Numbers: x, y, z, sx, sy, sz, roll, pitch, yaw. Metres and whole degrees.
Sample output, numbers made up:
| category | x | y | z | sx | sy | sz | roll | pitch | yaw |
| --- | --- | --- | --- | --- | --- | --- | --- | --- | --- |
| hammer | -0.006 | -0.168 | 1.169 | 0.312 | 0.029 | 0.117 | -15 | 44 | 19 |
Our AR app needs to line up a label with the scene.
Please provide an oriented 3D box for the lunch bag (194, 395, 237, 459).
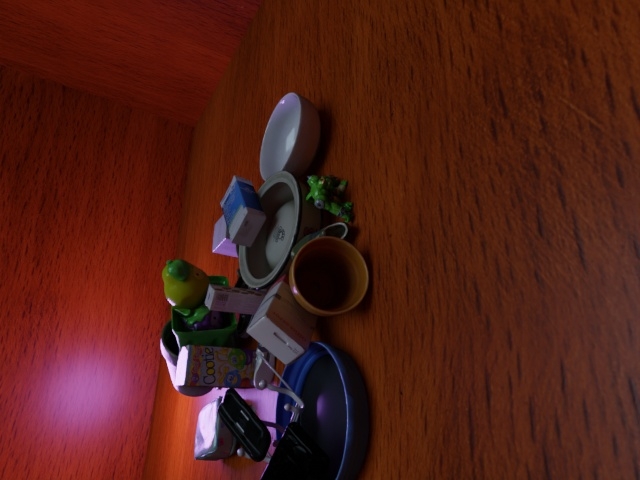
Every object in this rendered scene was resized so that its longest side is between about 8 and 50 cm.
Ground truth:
| category | x | y | z | sx | sy | sz | roll | pitch | yaw |
| --- | --- | --- | --- | --- | --- | --- | --- | --- | --- |
| lunch bag | -0.420 | 0.763 | 1.739 | 0.279 | 0.108 | 0.223 | -44 | 38 | 44 |

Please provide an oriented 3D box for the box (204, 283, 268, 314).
| category | x | y | z | sx | sy | sz | roll | pitch | yaw |
| --- | --- | --- | --- | --- | --- | --- | --- | --- | --- |
| box | -0.193 | 0.194 | 1.334 | 0.063 | 0.324 | 0.067 | 28 | 104 | 58 |

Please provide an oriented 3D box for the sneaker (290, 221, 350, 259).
| category | x | y | z | sx | sy | sz | roll | pitch | yaw |
| --- | --- | --- | --- | --- | --- | --- | --- | --- | --- |
| sneaker | 0.000 | 0.000 | 1.216 | 0.064 | 0.192 | 0.086 | 61 | 175 | 0 |

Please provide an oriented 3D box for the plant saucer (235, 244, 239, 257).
| category | x | y | z | sx | sy | sz | roll | pitch | yaw |
| --- | --- | --- | --- | --- | --- | --- | --- | --- | --- |
| plant saucer | -0.243 | -0.027 | 1.744 | 0.278 | 0.041 | 0.277 | -17 | 62 | 36 |

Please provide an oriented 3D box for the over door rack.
| category | x | y | z | sx | sy | sz | roll | pitch | yaw |
| --- | --- | --- | --- | --- | --- | --- | --- | --- | --- |
| over door rack | -0.171 | 0.489 | 1.241 | 0.324 | 0.108 | 0.239 | 34 | 108 | 60 |

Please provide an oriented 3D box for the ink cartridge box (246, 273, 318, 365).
| category | x | y | z | sx | sy | sz | roll | pitch | yaw |
| --- | --- | --- | --- | --- | --- | --- | --- | --- | --- |
| ink cartridge box | -0.097 | 0.222 | 1.224 | 0.092 | 0.159 | 0.217 | -43 | 11 | 25 |

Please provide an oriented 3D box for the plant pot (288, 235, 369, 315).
| category | x | y | z | sx | sy | sz | roll | pitch | yaw |
| --- | --- | --- | --- | --- | --- | --- | --- | --- | --- |
| plant pot | 0.004 | 0.114 | 1.169 | 0.188 | 0.205 | 0.204 | 130 | 144 | -66 |

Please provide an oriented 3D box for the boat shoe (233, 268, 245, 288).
| category | x | y | z | sx | sy | sz | roll | pitch | yaw |
| --- | --- | --- | --- | --- | --- | --- | --- | --- | --- |
| boat shoe | -0.307 | 0.142 | 1.807 | 0.257 | 0.095 | 0.095 | -66 | 30 | 19 |

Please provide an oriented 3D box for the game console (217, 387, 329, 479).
| category | x | y | z | sx | sy | sz | roll | pitch | yaw |
| --- | --- | --- | --- | --- | --- | --- | --- | --- | --- |
| game console | -0.144 | 0.515 | 1.095 | 0.361 | 0.044 | 0.213 | 35 | 105 | 34 |

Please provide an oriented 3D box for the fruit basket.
| category | x | y | z | sx | sy | sz | roll | pitch | yaw |
| --- | --- | --- | --- | --- | --- | --- | --- | --- | --- |
| fruit basket | -0.495 | 0.229 | 1.732 | 0.392 | 0.283 | 0.391 | -178 | 90 | -69 |

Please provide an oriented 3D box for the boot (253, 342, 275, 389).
| category | x | y | z | sx | sy | sz | roll | pitch | yaw |
| --- | --- | --- | --- | --- | --- | --- | --- | --- | --- |
| boot | -0.202 | 0.436 | 1.537 | 0.086 | 0.069 | 0.189 | -22 | 51 | 65 |

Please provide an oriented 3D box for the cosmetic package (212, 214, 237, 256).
| category | x | y | z | sx | sy | sz | roll | pitch | yaw |
| --- | --- | --- | --- | --- | --- | --- | --- | --- | --- |
| cosmetic package | -0.396 | -0.028 | 1.982 | 0.184 | 0.152 | 0.151 | -34 | 49 | 51 |

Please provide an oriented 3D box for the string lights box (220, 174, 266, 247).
| category | x | y | z | sx | sy | sz | roll | pitch | yaw |
| --- | --- | --- | --- | --- | --- | --- | --- | --- | --- |
| string lights box | -0.281 | -0.109 | 1.524 | 0.133 | 0.077 | 0.259 | -57 | 35 | 24 |

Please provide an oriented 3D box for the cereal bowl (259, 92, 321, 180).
| category | x | y | z | sx | sy | sz | roll | pitch | yaw |
| --- | --- | --- | --- | --- | --- | --- | --- | --- | --- |
| cereal bowl | -0.097 | -0.362 | 1.587 | 0.339 | 0.141 | 0.338 | -35 | 49 | 52 |

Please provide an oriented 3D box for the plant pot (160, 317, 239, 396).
| category | x | y | z | sx | sy | sz | roll | pitch | yaw |
| --- | --- | --- | --- | --- | --- | --- | --- | --- | --- |
| plant pot | -0.538 | 0.515 | 1.870 | 0.323 | 0.324 | 0.280 | -121 | 41 | -53 |

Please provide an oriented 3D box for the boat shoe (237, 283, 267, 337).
| category | x | y | z | sx | sy | sz | roll | pitch | yaw |
| --- | --- | --- | --- | --- | --- | --- | --- | --- | --- |
| boat shoe | -0.300 | 0.258 | 1.736 | 0.108 | 0.102 | 0.301 | 48 | 120 | 57 |

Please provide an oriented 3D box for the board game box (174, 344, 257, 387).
| category | x | y | z | sx | sy | sz | roll | pitch | yaw |
| --- | --- | --- | --- | --- | --- | --- | --- | --- | --- |
| board game box | -0.388 | 0.483 | 1.620 | 0.142 | 0.276 | 0.144 | -31 | 53 | 54 |

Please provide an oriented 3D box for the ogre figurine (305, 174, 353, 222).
| category | x | y | z | sx | sy | sz | roll | pitch | yaw |
| --- | --- | --- | --- | --- | --- | --- | --- | --- | --- |
| ogre figurine | 0.025 | -0.137 | 1.295 | 0.097 | 0.118 | 0.196 | -39 | 47 | 49 |

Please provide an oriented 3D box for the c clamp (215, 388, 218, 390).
| category | x | y | z | sx | sy | sz | roll | pitch | yaw |
| --- | --- | --- | --- | --- | --- | --- | --- | --- | --- |
| c clamp | -0.469 | 0.607 | 1.992 | 0.137 | 0.022 | 0.160 | 44 | 116 | 52 |

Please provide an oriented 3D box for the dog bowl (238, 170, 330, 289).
| category | x | y | z | sx | sy | sz | roll | pitch | yaw |
| --- | --- | --- | --- | --- | --- | --- | --- | --- | --- |
| dog bowl | -0.123 | -0.021 | 1.456 | 0.408 | 0.151 | 0.407 | -30 | 52 | 47 |

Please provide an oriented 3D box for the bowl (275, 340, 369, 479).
| category | x | y | z | sx | sy | sz | roll | pitch | yaw |
| --- | --- | --- | --- | --- | --- | --- | --- | --- | --- |
| bowl | -0.005 | 0.469 | 1.139 | 0.391 | 0.077 | 0.390 | -33 | 51 | 53 |
